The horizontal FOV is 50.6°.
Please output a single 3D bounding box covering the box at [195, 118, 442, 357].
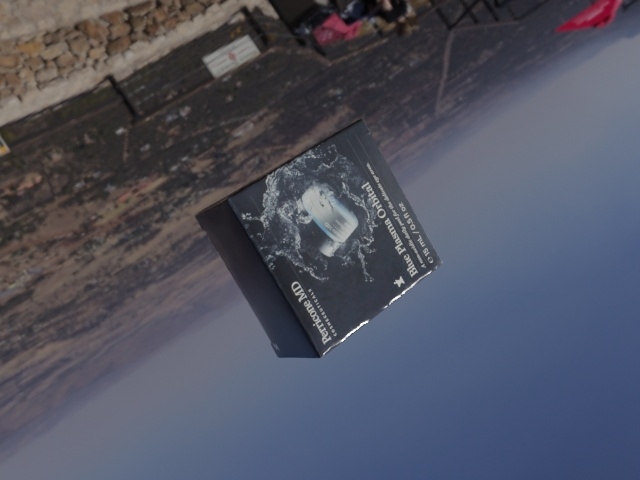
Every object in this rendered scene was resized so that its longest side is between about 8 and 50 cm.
[{"bbox_3d":[0.000,0.000,0.615,0.158,0.156,0.093,-34,-172,-27],"label":"box"}]
